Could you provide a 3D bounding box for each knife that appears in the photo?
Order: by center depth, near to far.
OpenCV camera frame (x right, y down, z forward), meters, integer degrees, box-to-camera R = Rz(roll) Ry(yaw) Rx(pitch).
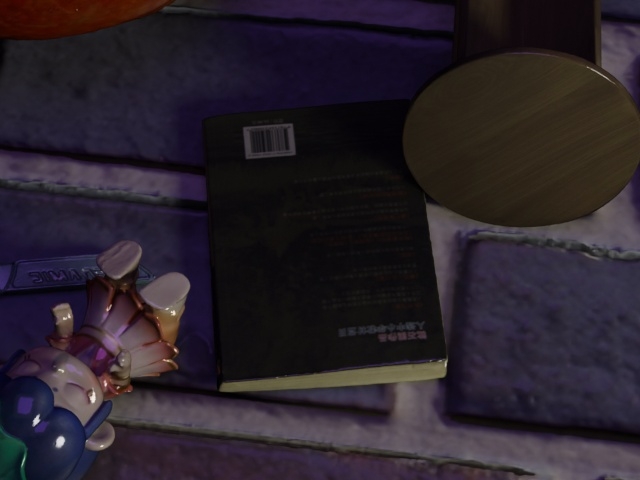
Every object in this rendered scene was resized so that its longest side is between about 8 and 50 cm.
[{"bbox_3d":[-0.221,0.026,1.249,0.210,0.015,0.028,-4,50,-5],"label":"knife"}]

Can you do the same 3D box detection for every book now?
[{"bbox_3d":[0.000,0.000,1.265,0.160,0.024,0.228,-4,57,-3],"label":"book"}]

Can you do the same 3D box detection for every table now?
[{"bbox_3d":[0.148,-0.148,1.300,0.167,0.167,0.227,5,48,2],"label":"table"}]

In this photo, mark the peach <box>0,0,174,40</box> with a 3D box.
[{"bbox_3d":[-0.212,-0.320,1.309,0.372,0.290,0.373,-1,65,2],"label":"peach"}]

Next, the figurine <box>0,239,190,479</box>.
[{"bbox_3d":[-0.161,0.102,1.154,0.111,0.102,0.195,34,59,22],"label":"figurine"}]
